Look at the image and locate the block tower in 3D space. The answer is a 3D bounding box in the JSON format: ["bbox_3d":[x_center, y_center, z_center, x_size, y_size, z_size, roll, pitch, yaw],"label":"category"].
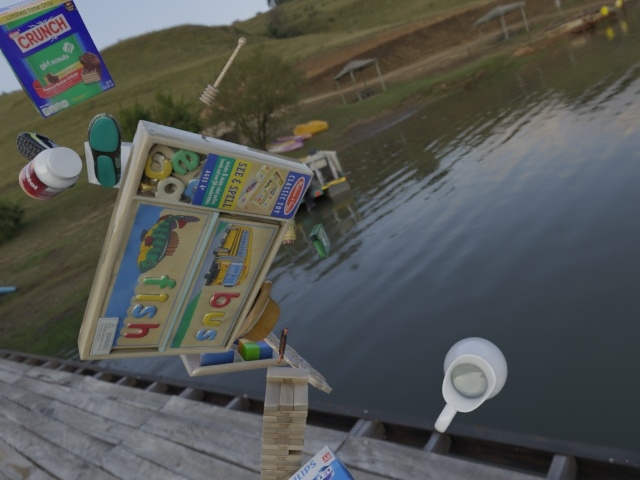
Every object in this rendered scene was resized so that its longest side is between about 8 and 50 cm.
[{"bbox_3d":[-0.081,0.435,1.015,0.091,0.335,0.097,3,27,-3],"label":"block tower"}]

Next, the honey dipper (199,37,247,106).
[{"bbox_3d":[-0.205,-0.364,0.996,0.160,0.031,0.030,-54,12,9],"label":"honey dipper"}]

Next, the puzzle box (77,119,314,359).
[{"bbox_3d":[-0.208,0.030,0.760,0.272,0.408,0.052,6,31,-38],"label":"puzzle box"}]

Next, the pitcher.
[{"bbox_3d":[0.297,0.290,0.944,0.177,0.126,0.207,-61,-22,13],"label":"pitcher"}]

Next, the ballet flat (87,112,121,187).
[{"bbox_3d":[-0.468,-0.205,1.013,0.070,0.070,0.188,-40,-20,-48],"label":"ballet flat"}]

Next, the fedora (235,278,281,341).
[{"bbox_3d":[-0.157,0.188,1.132,0.194,0.079,0.194,-48,19,22],"label":"fedora"}]

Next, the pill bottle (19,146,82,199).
[{"bbox_3d":[-0.568,-0.144,0.979,0.152,0.086,0.086,-15,16,40],"label":"pill bottle"}]

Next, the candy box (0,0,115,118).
[{"bbox_3d":[-0.882,-0.612,1.521,0.268,0.317,0.122,-38,46,-24],"label":"candy box"}]

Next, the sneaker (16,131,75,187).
[{"bbox_3d":[-0.763,-0.242,1.330,0.084,0.235,0.097,-56,-13,27],"label":"sneaker"}]

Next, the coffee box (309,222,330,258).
[{"bbox_3d":[0.000,0.000,1.976,0.041,0.113,0.184,-23,13,11],"label":"coffee box"}]

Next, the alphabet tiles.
[{"bbox_3d":[-0.089,0.326,1.308,0.284,0.278,0.021,35,81,31],"label":"alphabet tiles"}]

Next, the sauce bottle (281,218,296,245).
[{"bbox_3d":[-0.089,-0.050,1.235,0.042,0.128,0.042,-6,-8,-1],"label":"sauce bottle"}]

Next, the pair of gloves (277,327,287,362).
[{"bbox_3d":[-0.089,0.241,1.072,0.010,0.074,0.083,7,-5,3],"label":"pair of gloves"}]

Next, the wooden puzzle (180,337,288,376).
[{"bbox_3d":[-0.320,0.367,1.609,0.323,0.080,0.348,0,5,-27],"label":"wooden puzzle"}]

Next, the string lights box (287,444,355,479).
[{"bbox_3d":[0.036,0.525,0.850,0.133,0.076,0.260,-39,31,-10],"label":"string lights box"}]

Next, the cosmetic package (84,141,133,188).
[{"bbox_3d":[-0.529,-0.202,1.231,0.231,0.117,0.086,10,18,35],"label":"cosmetic package"}]
